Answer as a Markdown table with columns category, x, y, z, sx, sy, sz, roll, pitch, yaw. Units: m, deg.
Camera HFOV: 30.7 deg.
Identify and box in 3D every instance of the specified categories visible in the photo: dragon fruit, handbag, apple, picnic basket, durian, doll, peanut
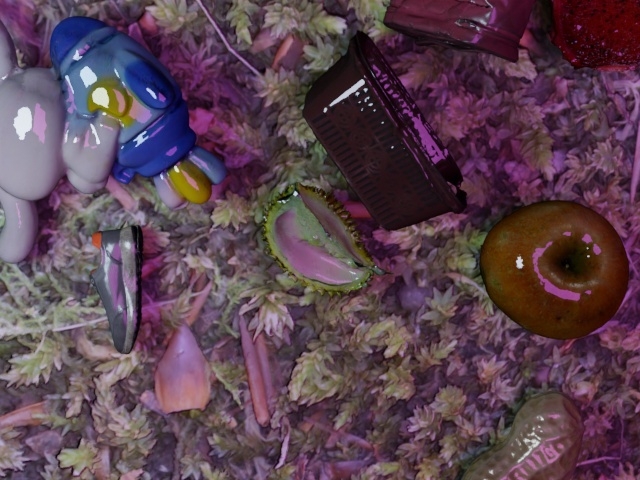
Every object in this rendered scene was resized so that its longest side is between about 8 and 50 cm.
| category | x | y | z | sx | sy | sz | roll | pitch | yaw |
| --- | --- | --- | --- | --- | --- | --- | --- | --- | --- |
| dragon fruit | 0.458 | -0.368 | 1.819 | 0.262 | 0.163 | 0.189 | 11 | 64 | -13 |
| handbag | 0.204 | -0.341 | 1.711 | 0.146 | 0.225 | 0.135 | 8 | 102 | -44 |
| apple | 0.369 | 0.050 | 1.857 | 0.237 | 0.207 | 0.236 | 2 | 82 | -11 |
| picnic basket | 0.088 | -0.154 | 1.741 | 0.129 | 0.222 | 0.297 | -31 | 108 | 16 |
| durian | -0.001 | -0.003 | 1.791 | 0.137 | 0.095 | 0.220 | -30 | 113 | 30 |
| doll | -0.326 | -0.172 | 1.638 | 0.366 | 0.187 | 0.376 | -8 | 130 | -5 |
| peanut | 0.330 | 0.384 | 1.936 | 0.136 | 0.120 | 0.298 | 42 | 88 | 19 |

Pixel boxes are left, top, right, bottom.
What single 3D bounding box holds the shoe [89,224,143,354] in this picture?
| category | x | y | z | sx | sy | sz | roll | pitch | yaw |
| --- | --- | --- | --- | --- | --- | --- | --- | --- | --- |
| shoe | -0.306 | 0.072 | 1.738 | 0.077 | 0.074 | 0.194 | 3 | 98 | -4 |
